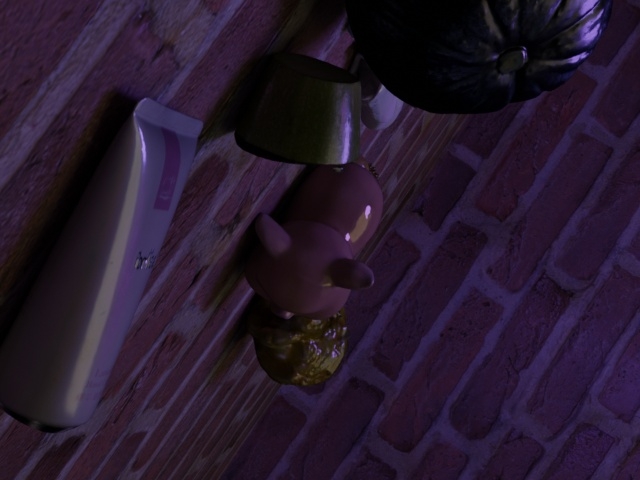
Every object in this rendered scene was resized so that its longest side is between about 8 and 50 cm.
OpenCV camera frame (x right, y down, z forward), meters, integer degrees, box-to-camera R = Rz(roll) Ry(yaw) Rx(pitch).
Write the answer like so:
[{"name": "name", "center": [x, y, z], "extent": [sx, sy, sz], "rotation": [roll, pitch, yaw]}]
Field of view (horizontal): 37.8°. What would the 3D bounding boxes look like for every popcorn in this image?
[{"name": "popcorn", "center": [-0.052, 0.204, 2.125], "extent": [0.225, 0.276, 0.276], "rotation": [-16, 172, 5]}]

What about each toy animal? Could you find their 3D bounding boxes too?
[{"name": "toy animal", "center": [0.000, 0.000, 1.771], "extent": [0.326, 0.237, 0.269], "rotation": [-61, 180, 0]}]

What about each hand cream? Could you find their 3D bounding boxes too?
[{"name": "hand cream", "center": [-0.226, 0.025, 0.984], "extent": [0.359, 0.118, 0.185], "rotation": [-63, 167, 5]}]

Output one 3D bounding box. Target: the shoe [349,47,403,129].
[{"name": "shoe", "center": [0.087, -0.271, 1.643], "extent": [0.110, 0.095, 0.265], "rotation": [-44, 161, -29]}]

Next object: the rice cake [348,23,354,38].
[{"name": "rice cake", "center": [0.103, -0.403, 1.385], "extent": [0.045, 0.042, 0.245], "rotation": [-38, 160, -51]}]

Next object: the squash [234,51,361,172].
[{"name": "squash", "center": [-0.019, -0.169, 1.231], "extent": [0.170, 0.170, 0.123], "rotation": [-37, 147, -64]}]

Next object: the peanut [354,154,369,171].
[{"name": "peanut", "center": [0.044, -0.107, 1.990], "extent": [0.099, 0.099, 0.214], "rotation": [-47, 161, -45]}]

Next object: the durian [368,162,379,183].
[{"name": "durian", "center": [0.075, -0.098, 2.138], "extent": [0.208, 0.102, 0.146], "rotation": [-42, 169, -44]}]

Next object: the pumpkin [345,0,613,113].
[{"name": "pumpkin", "center": [0.210, -0.336, 1.248], "extent": [0.363, 0.363, 0.266], "rotation": [111, -28, -54]}]
